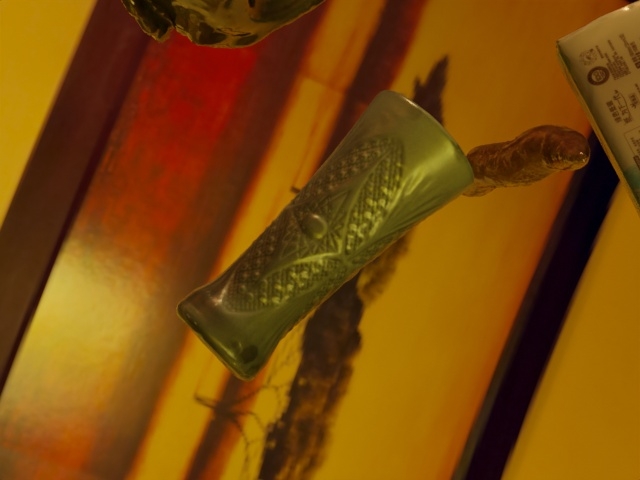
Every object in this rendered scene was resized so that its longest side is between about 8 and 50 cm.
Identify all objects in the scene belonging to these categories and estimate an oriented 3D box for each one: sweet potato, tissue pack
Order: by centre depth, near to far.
[{"bbox_3d":[0.375,-0.128,1.187,0.159,0.145,0.229,-24,-120,8],"label":"tissue pack"},{"bbox_3d":[0.224,-0.090,1.209,0.281,0.067,0.059,165,-81,-67],"label":"sweet potato"}]

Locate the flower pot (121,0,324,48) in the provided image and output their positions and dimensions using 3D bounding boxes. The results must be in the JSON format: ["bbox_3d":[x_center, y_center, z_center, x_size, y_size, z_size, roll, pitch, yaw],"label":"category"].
[{"bbox_3d":[-0.070,-0.312,0.948,0.302,0.213,0.302,-39,170,-8],"label":"flower pot"}]

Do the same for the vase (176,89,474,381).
[{"bbox_3d":[0.000,0.000,0.783,0.219,0.096,0.096,-44,-161,-9],"label":"vase"}]
